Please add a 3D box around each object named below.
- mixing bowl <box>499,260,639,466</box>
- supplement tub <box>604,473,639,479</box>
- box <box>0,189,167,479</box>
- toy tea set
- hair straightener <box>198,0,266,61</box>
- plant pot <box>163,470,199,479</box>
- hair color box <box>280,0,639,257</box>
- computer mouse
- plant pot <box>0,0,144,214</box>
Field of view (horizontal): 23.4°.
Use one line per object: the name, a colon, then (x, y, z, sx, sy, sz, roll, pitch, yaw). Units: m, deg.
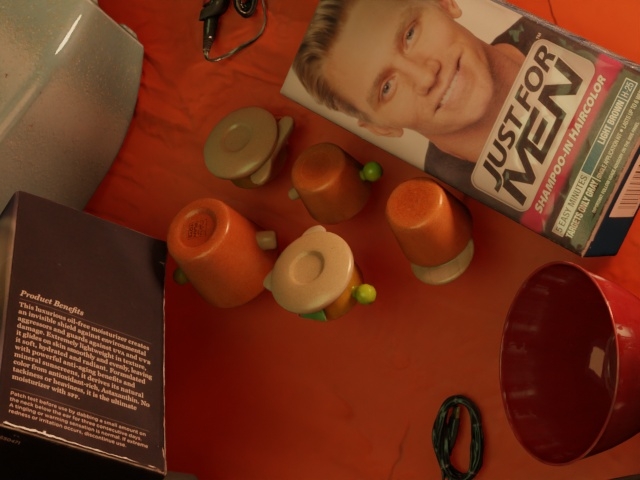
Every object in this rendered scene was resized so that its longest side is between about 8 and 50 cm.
mixing bowl: (0.249, 0.110, 1.378, 0.181, 0.098, 0.182, -14, 75, 63)
supplement tub: (0.331, 0.361, 1.280, 0.235, 0.235, 0.325, -8, 87, 28)
box: (-0.295, 0.165, 1.533, 0.296, 0.182, 0.294, -49, 31, 36)
toy tea set: (0.000, 0.000, 1.524, 0.336, 0.124, 0.200, 21, 73, 38)
hair straightener: (-0.080, -0.295, 1.591, 0.089, 0.047, 0.231, 17, 99, 27)
plant pot: (-0.180, 0.357, 1.561, 0.165, 0.165, 0.234, -48, 39, 43)
hair color box: (0.149, -0.137, 1.441, 0.347, 0.105, 0.174, 30, 104, 25)
computer mouse: (0.110, 0.268, 1.513, 0.071, 0.041, 0.242, 20, 93, 18)
plant pot: (-0.334, -0.172, 1.631, 0.248, 0.247, 0.252, 41, 90, 21)
